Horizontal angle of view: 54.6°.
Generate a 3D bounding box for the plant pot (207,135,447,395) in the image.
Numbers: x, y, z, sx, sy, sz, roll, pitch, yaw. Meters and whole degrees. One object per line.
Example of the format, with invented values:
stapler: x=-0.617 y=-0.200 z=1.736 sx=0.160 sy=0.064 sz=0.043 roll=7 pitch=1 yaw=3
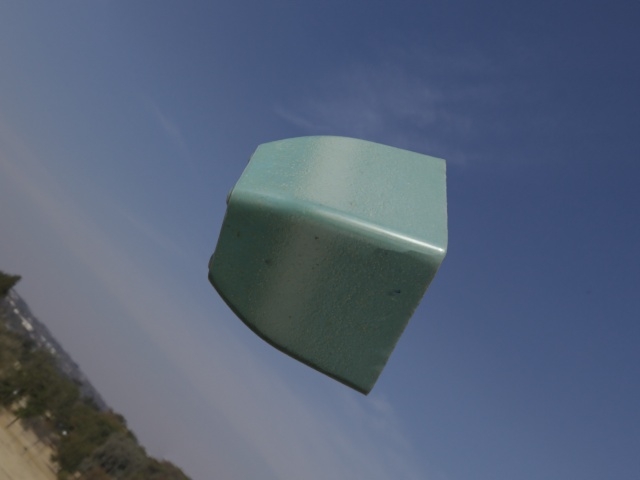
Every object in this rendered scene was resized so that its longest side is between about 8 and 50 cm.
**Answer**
plant pot: x=0.000 y=0.000 z=0.816 sx=0.252 sy=0.247 sz=0.247 roll=21 pitch=-56 yaw=-2
